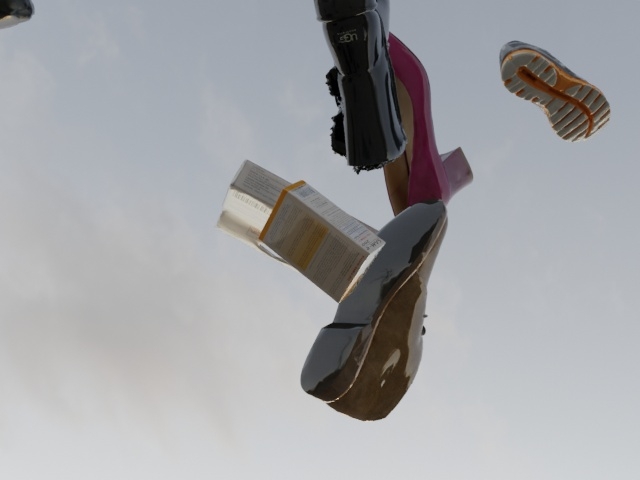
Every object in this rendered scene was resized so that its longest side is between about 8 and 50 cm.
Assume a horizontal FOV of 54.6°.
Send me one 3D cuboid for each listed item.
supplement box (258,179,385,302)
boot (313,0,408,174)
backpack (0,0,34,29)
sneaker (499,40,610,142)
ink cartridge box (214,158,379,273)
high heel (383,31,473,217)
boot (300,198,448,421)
[{"bbox_3d":[0.000,0.000,0.560,0.098,0.036,0.062,39,-58,13],"label":"supplement box"},{"bbox_3d":[0.053,-0.212,0.778,0.094,0.246,0.207,-6,-64,11],"label":"boot"},{"bbox_3d":[-0.389,-0.334,0.438,0.273,0.290,0.355,18,-66,49],"label":"backpack"},{"bbox_3d":[0.344,-0.224,0.911,0.215,0.083,0.084,31,-57,-26],"label":"sneaker"},{"bbox_3d":[-0.053,-0.020,1.228,0.296,0.066,0.261,28,-21,-7],"label":"ink cartridge box"},{"bbox_3d":[0.120,-0.211,1.097,0.377,0.181,0.127,55,-30,0],"label":"high heel"},{"bbox_3d":[0.094,0.086,0.799,0.115,0.305,0.112,39,-19,-26],"label":"boot"}]
